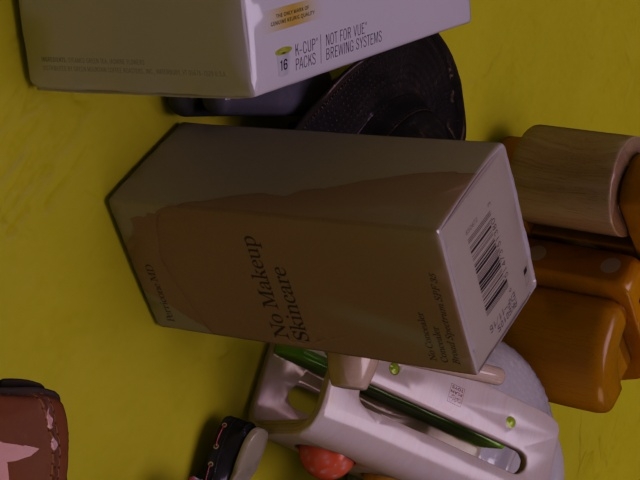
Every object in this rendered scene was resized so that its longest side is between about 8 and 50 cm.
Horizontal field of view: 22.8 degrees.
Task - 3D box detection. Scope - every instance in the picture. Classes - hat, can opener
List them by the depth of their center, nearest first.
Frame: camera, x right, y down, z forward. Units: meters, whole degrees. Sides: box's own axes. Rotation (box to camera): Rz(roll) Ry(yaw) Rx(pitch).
[{"bbox_3d":[-0.027,-0.111,1.434,0.283,0.076,0.095,-7,98,-56],"label":"can opener"},{"bbox_3d":[0.087,-0.031,1.489,0.331,0.134,0.331,-37,143,-35],"label":"hat"}]

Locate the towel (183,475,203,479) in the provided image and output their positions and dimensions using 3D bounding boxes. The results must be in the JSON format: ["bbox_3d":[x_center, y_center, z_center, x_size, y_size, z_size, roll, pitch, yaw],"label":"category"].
[{"bbox_3d":[-0.118,0.312,1.377,0.197,0.029,0.144,-60,141,-8],"label":"towel"}]

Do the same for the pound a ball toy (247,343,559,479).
[{"bbox_3d":[0.081,0.174,1.455,0.319,0.208,0.135,26,71,-29],"label":"pound a ball toy"}]

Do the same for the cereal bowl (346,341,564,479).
[{"bbox_3d":[0.170,0.267,1.737,0.339,0.141,0.338,-10,102,-55],"label":"cereal bowl"}]

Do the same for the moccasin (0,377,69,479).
[{"bbox_3d":[-0.324,0.140,0.877,0.380,0.139,0.147,12,69,-37],"label":"moccasin"}]

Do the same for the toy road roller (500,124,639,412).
[{"bbox_3d":[0.305,0.048,1.853,0.240,0.203,0.329,-58,140,-29],"label":"toy road roller"}]

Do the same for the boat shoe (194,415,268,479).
[{"bbox_3d":[-0.092,0.222,1.420,0.133,0.042,0.049,-68,155,-3],"label":"boat shoe"}]

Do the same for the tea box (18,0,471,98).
[{"bbox_3d":[-0.059,-0.300,1.226,0.329,0.220,0.323,-26,117,-53],"label":"tea box"}]

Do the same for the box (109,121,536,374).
[{"bbox_3d":[0.000,0.000,1.276,0.121,0.311,0.148,-51,134,-41],"label":"box"}]
